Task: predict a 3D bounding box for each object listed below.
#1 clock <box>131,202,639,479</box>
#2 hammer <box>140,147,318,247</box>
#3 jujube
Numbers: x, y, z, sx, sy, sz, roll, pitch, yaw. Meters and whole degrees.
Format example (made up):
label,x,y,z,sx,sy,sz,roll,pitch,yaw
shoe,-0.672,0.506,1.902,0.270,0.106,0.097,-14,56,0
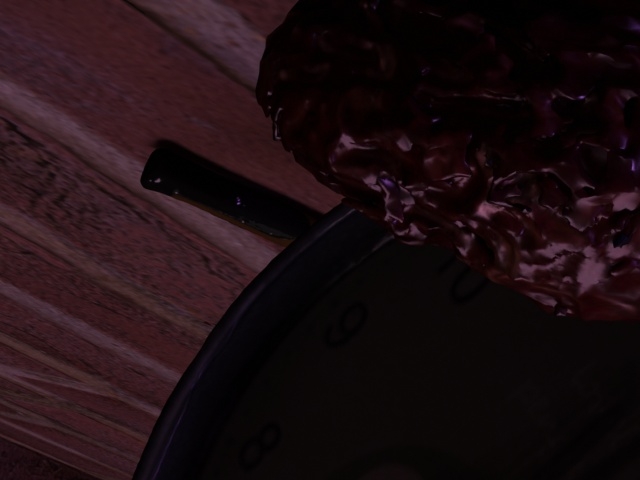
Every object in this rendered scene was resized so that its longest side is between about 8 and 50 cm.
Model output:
label,x,y,z,sx,sy,sz,roll,pitch,yaw
clock,0.049,0.107,0.638,0.319,0.319,0.066,3,154,47
hammer,0.000,0.000,0.895,0.201,0.021,0.078,25,165,-30
jujube,0.056,-0.032,0.526,0.166,0.104,0.104,13,166,20
